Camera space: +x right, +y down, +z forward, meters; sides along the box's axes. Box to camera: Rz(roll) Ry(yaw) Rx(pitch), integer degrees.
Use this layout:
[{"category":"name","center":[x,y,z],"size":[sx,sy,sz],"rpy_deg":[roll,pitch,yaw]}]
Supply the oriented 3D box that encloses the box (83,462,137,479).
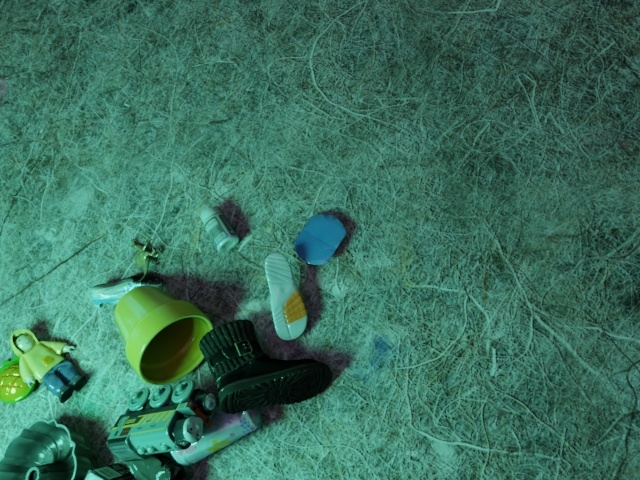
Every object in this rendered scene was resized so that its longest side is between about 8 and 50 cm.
[{"category":"box","center":[-0.627,0.805,1.653],"size":[0.143,0.165,0.270],"rpy_deg":[21,81,17]}]

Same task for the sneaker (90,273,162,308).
[{"category":"sneaker","center":[-0.627,0.166,1.879],"size":[0.237,0.085,0.086],"rpy_deg":[-12,109,3]}]

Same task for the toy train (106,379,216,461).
[{"category":"toy train","center":[-0.438,0.507,1.604],"size":[0.334,0.142,0.190],"rpy_deg":[-17,34,28]}]

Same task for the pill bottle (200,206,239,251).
[{"category":"pill bottle","center":[-0.327,-0.038,1.856],"size":[0.078,0.078,0.137],"rpy_deg":[-35,70,2]}]

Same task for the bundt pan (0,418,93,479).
[{"category":"bundt pan","center":[-0.810,0.707,1.719],"size":[0.331,0.124,0.330],"rpy_deg":[-11,62,22]}]

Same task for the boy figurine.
[{"category":"boy figurine","center":[-0.878,0.383,1.847],"size":[0.285,0.092,0.177],"rpy_deg":[39,52,13]}]

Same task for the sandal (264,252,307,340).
[{"category":"sandal","center":[-0.105,0.166,1.750],"size":[0.102,0.076,0.265],"rpy_deg":[-12,87,-5]}]

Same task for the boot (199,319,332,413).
[{"category":"boot","center":[-0.163,0.346,1.687],"size":[0.348,0.131,0.260],"rpy_deg":[-4,36,-21]}]

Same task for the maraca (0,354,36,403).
[{"category":"maraca","center":[-0.990,0.446,1.871],"size":[0.127,0.099,0.185],"rpy_deg":[-29,49,-15]}]

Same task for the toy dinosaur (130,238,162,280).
[{"category":"toy dinosaur","center":[-0.573,0.056,1.902],"size":[0.093,0.053,0.183],"rpy_deg":[-37,53,7]}]

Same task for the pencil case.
[{"category":"pencil case","center":[-0.306,0.546,1.679],"size":[0.273,0.113,0.124],"rpy_deg":[-28,45,5]}]

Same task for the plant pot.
[{"category":"plant pot","center":[-0.492,0.265,1.739],"size":[0.239,0.254,0.254],"rpy_deg":[34,85,35]}]

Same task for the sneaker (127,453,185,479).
[{"category":"sneaker","center":[-0.453,0.667,1.657],"size":[0.130,0.109,0.286],"rpy_deg":[-50,62,16]}]

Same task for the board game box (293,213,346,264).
[{"category":"board game box","center":[0.000,0.000,1.798],"size":[0.133,0.033,0.168],"rpy_deg":[28,78,23]}]
